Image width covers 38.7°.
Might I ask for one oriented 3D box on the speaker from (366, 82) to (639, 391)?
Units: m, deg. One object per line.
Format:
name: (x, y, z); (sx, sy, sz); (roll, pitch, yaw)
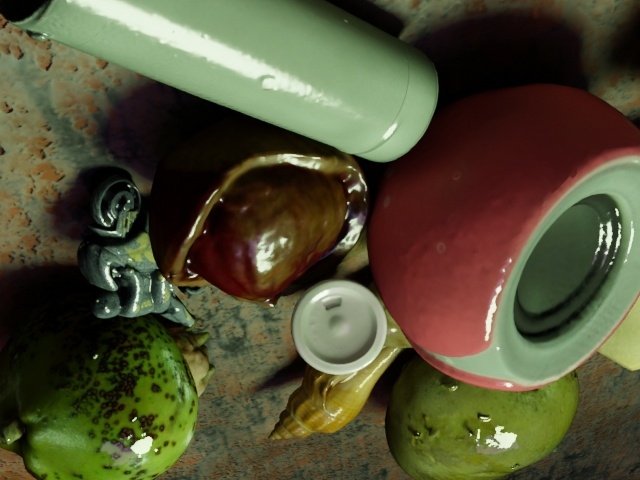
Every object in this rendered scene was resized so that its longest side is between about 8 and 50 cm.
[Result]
speaker: (0.182, -0.009, 0.862); (0.294, 0.294, 0.294); (-13, 148, -8)

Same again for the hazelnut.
hazelnut: (-0.052, -0.028, 0.814); (0.202, 0.160, 0.170); (1, 149, -15)

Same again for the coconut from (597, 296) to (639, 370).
coconut: (0.388, 0.030, 1.034); (0.259, 0.259, 0.259); (-13, 148, -8)

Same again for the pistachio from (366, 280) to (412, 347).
pistachio: (0.116, 0.081, 1.131); (0.149, 0.113, 0.113); (7, 141, -46)

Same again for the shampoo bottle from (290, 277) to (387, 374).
shampoo bottle: (0.015, 0.086, 0.982); (0.092, 0.092, 0.303); (-17, 178, -2)

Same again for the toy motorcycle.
toy motorcycle: (-0.174, 0.028, 0.887); (0.061, 0.124, 0.193); (17, 160, 35)

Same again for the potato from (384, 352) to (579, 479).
potato: (0.221, 0.237, 1.316); (0.270, 0.219, 0.359); (-24, 163, -17)

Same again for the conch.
conch: (0.050, 0.168, 1.258); (0.330, 0.093, 0.109); (-44, 126, 5)

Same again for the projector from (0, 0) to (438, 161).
projector: (-0.057, -0.149, 0.676); (0.338, 0.108, 0.108); (16, 135, -42)

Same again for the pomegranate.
pomegranate: (-0.225, 0.168, 0.993); (0.204, 0.222, 0.276); (-43, 162, 3)

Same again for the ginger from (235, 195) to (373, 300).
ginger: (-0.002, 0.000, 0.965); (0.213, 0.074, 0.137); (-21, 167, 12)
